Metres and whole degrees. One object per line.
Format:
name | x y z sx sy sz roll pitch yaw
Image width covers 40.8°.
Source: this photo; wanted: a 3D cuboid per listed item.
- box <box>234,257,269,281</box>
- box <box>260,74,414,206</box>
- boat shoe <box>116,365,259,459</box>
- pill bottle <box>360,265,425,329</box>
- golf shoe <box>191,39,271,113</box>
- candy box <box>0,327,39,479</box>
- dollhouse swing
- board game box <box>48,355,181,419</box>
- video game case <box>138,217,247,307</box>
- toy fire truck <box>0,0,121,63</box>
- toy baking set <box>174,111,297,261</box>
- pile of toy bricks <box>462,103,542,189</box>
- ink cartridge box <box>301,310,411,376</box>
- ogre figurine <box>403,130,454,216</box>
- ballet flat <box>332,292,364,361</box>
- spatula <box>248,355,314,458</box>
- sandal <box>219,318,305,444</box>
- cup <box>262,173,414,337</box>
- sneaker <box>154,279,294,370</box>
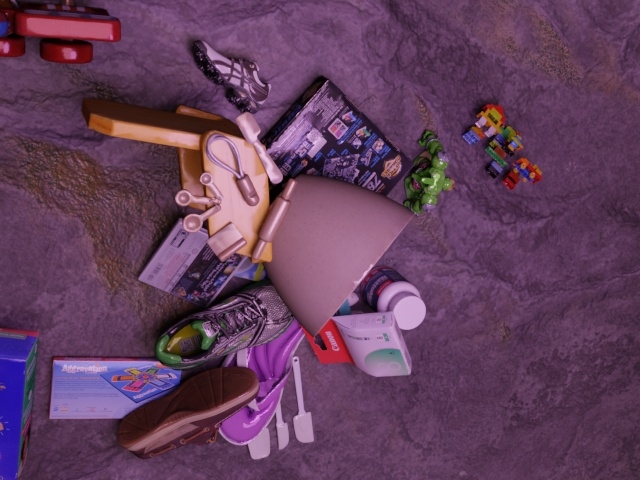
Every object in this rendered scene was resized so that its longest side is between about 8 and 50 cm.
box | -0.152 0.033 1.933 0.178 0.042 0.109 15 101 -21
box | 0.011 -0.158 1.910 0.293 0.073 0.295 40 93 -27
boat shoe | -0.280 0.397 1.931 0.342 0.123 0.123 -27 128 2
pill bottle | 0.171 0.136 1.998 0.107 0.180 0.108 -5 108 -17
golf shoe | -0.184 -0.355 1.791 0.094 0.077 0.198 -50 122 -11
candy box | -0.727 0.329 1.742 0.268 0.122 0.317 9 114 -10
dollhouse swing | -0.287 -0.118 1.671 0.304 0.347 0.315 -8 109 -17
board game box | -0.459 0.331 1.930 0.281 0.027 0.145 4 107 -20
video game case | -0.275 0.052 1.866 0.173 0.022 0.190 26 122 -23
toy fire truck | -0.522 -0.405 1.551 0.302 0.254 0.169 1 108 -19
toy baking set | -0.141 -0.086 1.523 0.196 0.030 0.256 29 96 -24
pile of toy bricks | 0.438 -0.228 2.031 0.212 0.118 0.105 45 61 -9
ink cartridge box | 0.078 0.242 1.952 0.224 0.056 0.181 -8 135 17
ogre figurine | 0.244 -0.141 1.970 0.096 0.118 0.197 30 96 -24
ballet flat | 0.056 0.169 2.030 0.087 0.083 0.247 -29 118 -22
spatula | -0.106 0.404 2.077 0.168 0.019 0.242 -12 110 -14
sandal | -0.131 0.286 1.978 0.169 0.102 0.416 20 95 -20
cup | 0.000 0.000 1.781 0.237 0.331 0.331 39 92 4
sneaker | -0.199 0.193 1.871 0.343 0.146 0.134 -28 85 -1
